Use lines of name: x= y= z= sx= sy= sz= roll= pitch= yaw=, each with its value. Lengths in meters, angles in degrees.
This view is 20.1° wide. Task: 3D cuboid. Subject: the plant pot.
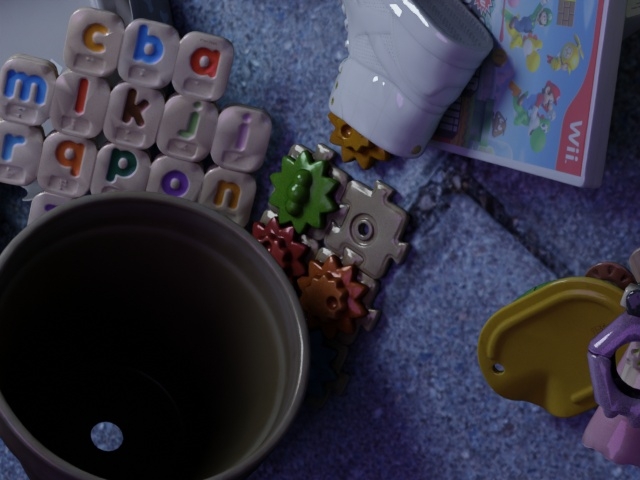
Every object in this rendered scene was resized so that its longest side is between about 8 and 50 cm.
plant pot: x=-0.201 y=0.153 z=1.833 sx=0.323 sy=0.323 sz=0.280 roll=57 pitch=152 yaw=16

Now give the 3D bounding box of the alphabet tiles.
alphabet tiles: x=-0.200 y=-0.100 z=1.877 sx=0.284 sy=0.021 sz=0.278 roll=12 pitch=115 yaw=-6

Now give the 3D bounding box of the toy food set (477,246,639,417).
toy food set: x=0.251 y=0.080 z=1.679 sx=0.218 sy=0.071 sz=0.128 roll=-29 pitch=103 yaw=34

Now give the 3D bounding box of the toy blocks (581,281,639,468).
toy blocks: x=0.343 y=0.185 z=1.441 sx=0.288 sy=0.309 sz=0.260 roll=21 pitch=100 yaw=14

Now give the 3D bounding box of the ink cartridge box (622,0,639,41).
ink cartridge box: x=0.244 y=-0.247 z=1.629 sx=0.099 sy=0.056 sz=0.135 roll=-37 pitch=73 yaw=59

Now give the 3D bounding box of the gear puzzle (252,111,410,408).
gear puzzle: x=0.000 y=0.000 z=1.843 sx=0.175 sy=0.044 sz=0.339 roll=34 pitch=112 yaw=27

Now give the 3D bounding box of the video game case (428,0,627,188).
video game case: x=0.171 y=-0.172 z=1.658 sx=0.285 sy=0.025 sz=0.204 roll=20 pitch=107 yaw=55

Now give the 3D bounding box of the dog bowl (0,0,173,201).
dog bowl: x=-0.309 y=-0.217 z=1.995 sx=0.348 sy=0.102 sz=0.349 roll=4 pitch=97 yaw=34

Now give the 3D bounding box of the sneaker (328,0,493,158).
sneaker: x=0.039 y=-0.207 z=1.743 sx=0.292 sy=0.108 sz=0.169 roll=58 pitch=133 yaw=38
